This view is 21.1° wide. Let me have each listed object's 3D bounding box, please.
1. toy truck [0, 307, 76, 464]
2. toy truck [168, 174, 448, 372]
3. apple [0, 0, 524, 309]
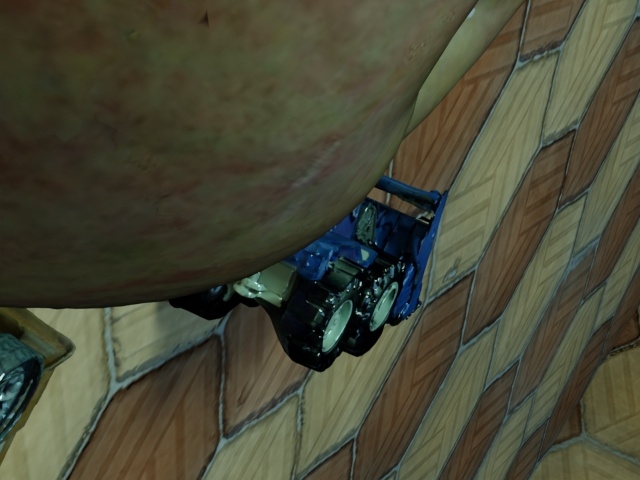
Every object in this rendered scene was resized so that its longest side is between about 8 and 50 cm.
[{"bbox_3d":[-0.227,0.100,0.567,0.162,0.136,0.305,-62,168,28],"label":"toy truck"},{"bbox_3d":[0.000,0.000,1.113,0.126,0.113,0.208,-68,163,11],"label":"toy truck"},{"bbox_3d":[-0.045,-0.131,0.484,0.345,0.269,0.344,-43,152,-30],"label":"apple"}]
